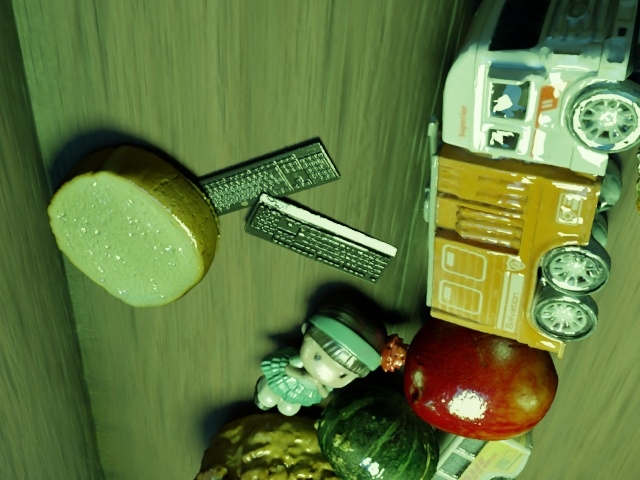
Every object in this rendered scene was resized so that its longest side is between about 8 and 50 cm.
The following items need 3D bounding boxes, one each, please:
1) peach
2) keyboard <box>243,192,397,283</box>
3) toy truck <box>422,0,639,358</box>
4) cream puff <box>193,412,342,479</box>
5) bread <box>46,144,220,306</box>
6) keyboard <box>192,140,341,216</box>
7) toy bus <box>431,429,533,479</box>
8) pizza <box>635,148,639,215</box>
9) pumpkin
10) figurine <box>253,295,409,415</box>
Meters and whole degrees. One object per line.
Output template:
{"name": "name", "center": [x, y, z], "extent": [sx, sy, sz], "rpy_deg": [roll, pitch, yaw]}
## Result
{"name": "peach", "center": [0.198, 0.171, 1.026], "extent": [0.197, 0.197, 0.197], "rpy_deg": [7, 131, 8]}
{"name": "keyboard", "center": [0.000, 0.001, 1.043], "extent": [0.196, 0.015, 0.074], "rpy_deg": [22, 134, -10]}
{"name": "toy truck", "center": [0.214, -0.069, 0.831], "extent": [0.206, 0.173, 0.388], "rpy_deg": [11, 134, 16]}
{"name": "cream puff", "center": [-0.061, 0.443, 1.294], "extent": [0.327, 0.231, 0.343], "rpy_deg": [26, 131, -13]}
{"name": "bread", "center": [-0.246, -0.015, 1.053], "extent": [0.236, 0.070, 0.236], "rpy_deg": [9, 132, 10]}
{"name": "keyboard", "center": [-0.075, -0.075, 1.003], "extent": [0.198, 0.010, 0.064], "rpy_deg": [-15, 126, 25]}
{"name": "toy bus", "center": [0.218, 0.376, 1.254], "extent": [0.138, 0.097, 0.343], "rpy_deg": [24, 131, -4]}
{"name": "pizza", "center": [0.400, -0.084, 0.846], "extent": [0.127, 0.058, 0.246], "rpy_deg": [10, 129, 6]}
{"name": "pumpkin", "center": [0.084, 0.294, 1.160], "extent": [0.146, 0.190, 0.190], "rpy_deg": [-43, 114, -1]}
{"name": "figurine", "center": [0.006, 0.175, 1.137], "extent": [0.138, 0.110, 0.245], "rpy_deg": [27, 134, -22]}
